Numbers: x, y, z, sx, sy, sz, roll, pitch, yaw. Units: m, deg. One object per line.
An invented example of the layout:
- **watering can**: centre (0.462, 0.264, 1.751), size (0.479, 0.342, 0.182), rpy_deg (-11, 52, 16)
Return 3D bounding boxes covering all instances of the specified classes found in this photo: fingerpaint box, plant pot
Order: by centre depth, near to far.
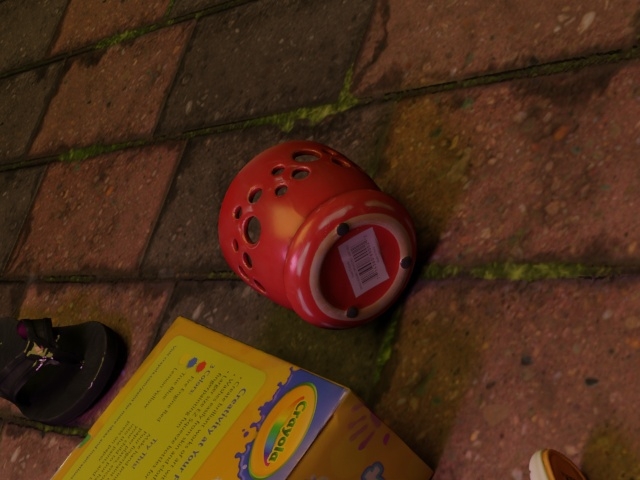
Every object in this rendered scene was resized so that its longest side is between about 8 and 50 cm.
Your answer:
- **fingerpaint box**: centre (-0.153, 0.332, 1.336), size (0.445, 0.163, 0.371), rpy_deg (-53, 31, -15)
- **plant pot**: centre (0.000, 0.000, 1.441), size (0.191, 0.191, 0.174), rpy_deg (-57, 37, 5)

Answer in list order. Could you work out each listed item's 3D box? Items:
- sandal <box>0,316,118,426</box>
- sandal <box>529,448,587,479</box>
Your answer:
- **sandal**: centre (-0.465, 0.192, 1.973), size (0.445, 0.107, 0.168), rpy_deg (-3, 63, 51)
- **sandal**: centre (0.243, 0.247, 1.012), size (0.076, 0.102, 0.265), rpy_deg (-49, 33, 21)
